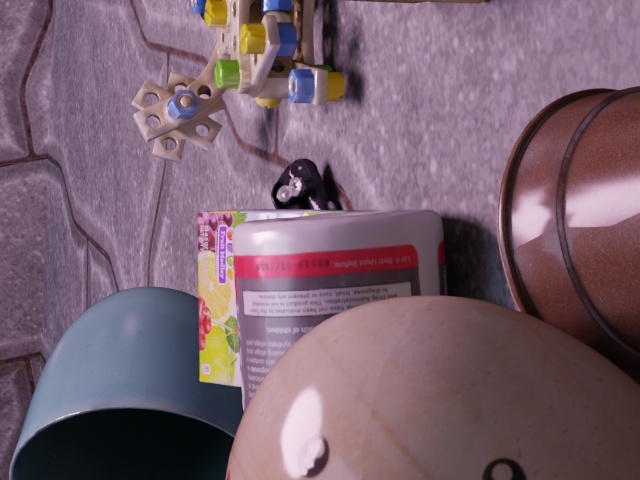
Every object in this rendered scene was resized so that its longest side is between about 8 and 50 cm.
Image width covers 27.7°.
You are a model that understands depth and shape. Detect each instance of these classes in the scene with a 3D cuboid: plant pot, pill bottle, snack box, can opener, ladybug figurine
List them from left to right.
[{"bbox_3d":[-0.205,0.199,1.548,0.235,0.292,0.293,-91,15,-47],"label":"plant pot"},{"bbox_3d":[-0.028,0.056,1.248,0.207,0.070,0.175,0,92,43],"label":"snack box"},{"bbox_3d":[0.000,0.000,1.309,0.059,0.073,0.186,-34,59,24],"label":"can opener"},{"bbox_3d":[0.023,0.137,1.070,0.176,0.176,0.319,-178,84,-69],"label":"pill bottle"},{"bbox_3d":[0.084,0.240,0.728,0.162,0.305,0.449,-62,-36,-49],"label":"ladybug figurine"},{"bbox_3d":[0.203,-0.015,0.647,0.165,0.167,0.167,-19,74,60],"label":"plant pot"}]

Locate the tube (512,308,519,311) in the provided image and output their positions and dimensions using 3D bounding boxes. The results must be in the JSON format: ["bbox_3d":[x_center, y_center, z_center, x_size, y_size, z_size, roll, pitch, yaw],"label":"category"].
[{"bbox_3d":[0.137,0.086,0.948,0.070,0.062,0.240,-52,7,-12],"label":"tube"}]

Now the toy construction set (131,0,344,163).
[{"bbox_3d":[-0.083,-0.202,1.385,0.327,0.151,0.215,-23,71,56],"label":"toy construction set"}]

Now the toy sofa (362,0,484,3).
[{"bbox_3d":[0.055,-0.364,0.990,0.177,0.150,0.363,6,98,64],"label":"toy sofa"}]
